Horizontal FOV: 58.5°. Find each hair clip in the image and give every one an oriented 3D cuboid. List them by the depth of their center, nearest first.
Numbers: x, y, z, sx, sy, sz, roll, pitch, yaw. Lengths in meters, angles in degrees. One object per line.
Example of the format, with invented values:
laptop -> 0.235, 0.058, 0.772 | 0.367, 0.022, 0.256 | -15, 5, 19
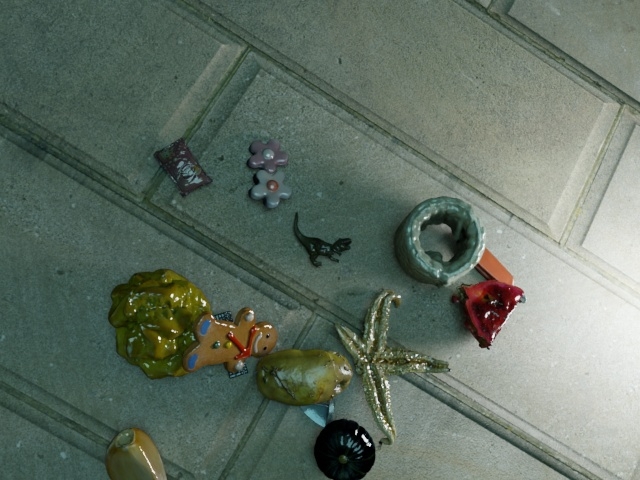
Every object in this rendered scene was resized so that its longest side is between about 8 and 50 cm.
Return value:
hair clip -> -0.171, -0.223, 1.901 | 0.146, 0.075, 0.257 | -3, 76, -7

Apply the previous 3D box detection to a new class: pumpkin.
pumpkin -> 0.073, 0.645, 1.749 | 0.194, 0.150, 0.194 | 2, 83, -12

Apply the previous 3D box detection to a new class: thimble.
thimble -> 0.394, 0.011, 1.888 | 0.291, 0.195, 0.292 | 0, 80, 0

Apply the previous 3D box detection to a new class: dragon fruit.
dragon fruit -> 0.542, 0.229, 1.941 | 0.211, 0.134, 0.262 | 43, 59, 10

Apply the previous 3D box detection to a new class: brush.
brush -> 0.601, 0.105, 2.007 | 0.323, 0.051, 0.070 | 46, 68, 3

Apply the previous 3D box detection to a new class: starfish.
starfish -> 0.233, 0.394, 1.860 | 0.323, 0.082, 0.432 | -26, 81, -18

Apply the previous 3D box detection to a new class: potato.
potato -> -0.047, 0.423, 1.770 | 0.300, 0.140, 0.173 | 0, 76, -8

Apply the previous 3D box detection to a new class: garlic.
garlic -> -0.515, 0.650, 1.625 | 0.145, 0.164, 0.245 | -31, 93, -32

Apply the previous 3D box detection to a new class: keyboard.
keyboard -> -0.285, 0.328, 1.804 | 0.061, 0.013, 0.205 | -16, 84, -13

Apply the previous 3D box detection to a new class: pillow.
pillow -> -0.447, -0.236, 1.859 | 0.118, 0.043, 0.185 | -33, 85, -9

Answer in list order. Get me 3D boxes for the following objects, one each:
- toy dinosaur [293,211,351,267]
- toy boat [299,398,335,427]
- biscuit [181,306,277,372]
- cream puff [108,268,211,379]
toy dinosaur -> 0.000, 0.000, 1.920 | 0.187, 0.087, 0.179 | 5, 42, -26
toy boat -> -0.018, 0.540, 1.816 | 0.122, 0.034, 0.096 | 8, 85, -1
biscuit -> -0.252, 0.301, 1.711 | 0.323, 0.049, 0.206 | 13, 96, -47
cream puff -> -0.466, 0.243, 1.663 | 0.290, 0.257, 0.325 | -8, 82, -9
